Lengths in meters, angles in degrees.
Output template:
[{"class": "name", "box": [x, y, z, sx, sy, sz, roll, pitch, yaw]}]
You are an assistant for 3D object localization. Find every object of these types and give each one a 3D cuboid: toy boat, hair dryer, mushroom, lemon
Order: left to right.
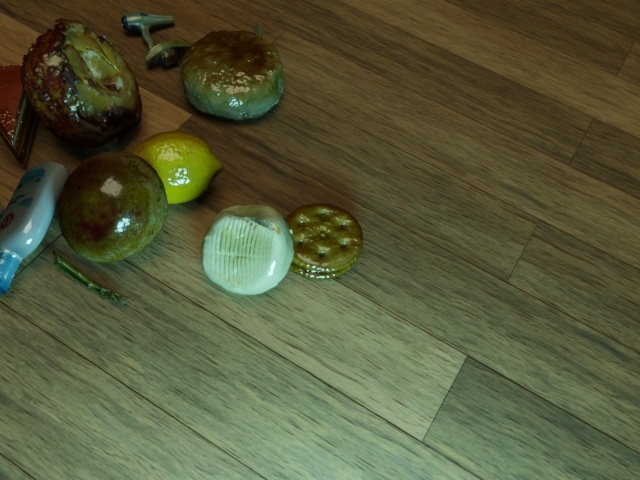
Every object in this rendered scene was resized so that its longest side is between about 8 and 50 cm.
[{"class": "mushroom", "box": [-0.514, -0.078, 1.618, 0.283, 0.263, 0.195, -1, 7, 37]}, {"class": "hair dryer", "box": [-0.512, -0.651, 2.145, 0.167, 0.067, 0.199, -29, 73, -31]}, {"class": "toy boat", "box": [-0.457, -0.571, 2.081, 0.172, 0.065, 0.066, -27, 84, -27]}, {"class": "lemon", "box": [-0.378, -0.186, 1.736, 0.257, 0.188, 0.188, -5, 55, -12]}]

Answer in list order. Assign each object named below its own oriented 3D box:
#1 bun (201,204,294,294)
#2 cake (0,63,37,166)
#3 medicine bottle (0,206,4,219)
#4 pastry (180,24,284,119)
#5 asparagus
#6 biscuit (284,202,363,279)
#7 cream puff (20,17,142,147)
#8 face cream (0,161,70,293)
[{"class": "bun", "box": [-0.170, 0.015, 1.637, 0.229, 0.145, 0.229, 1, 96, 12]}, {"class": "cake", "box": [-0.795, -0.338, 1.813, 0.160, 0.158, 0.262, -30, 65, -24]}, {"class": "medicine bottle", "box": [-0.853, 0.002, 1.624, 0.092, 0.061, 0.220, 1, 50, 24]}, {"class": "pastry", "box": [-0.251, -0.488, 2.001, 0.330, 0.136, 0.329, 4, 54, -6]}, {"class": "asparagus", "box": [-0.549, 0.094, 1.606, 0.236, 0.034, 0.027, 30, 38, 11]}, {"class": "biscuit", "box": [0.000, 0.000, 1.725, 0.221, 0.066, 0.220, 4, 53, -6]}, {"class": "cream puff", "box": [-0.639, -0.393, 1.803, 0.229, 0.350, 0.350, -27, 52, 24]}, {"class": "face cream", "box": [-0.710, -0.033, 1.619, 0.163, 0.080, 0.336, -11, 52, 34]}]
